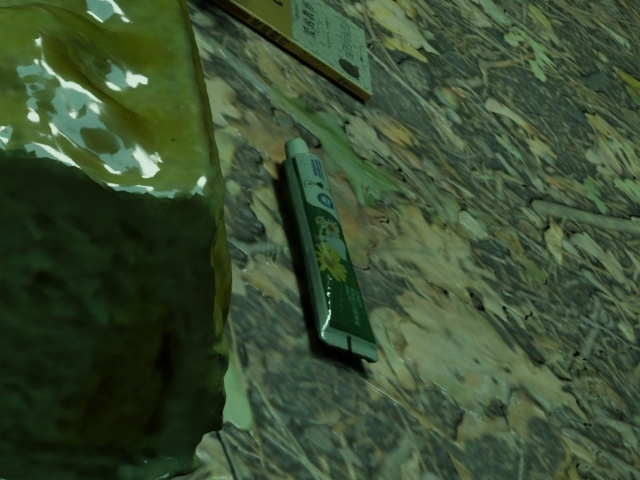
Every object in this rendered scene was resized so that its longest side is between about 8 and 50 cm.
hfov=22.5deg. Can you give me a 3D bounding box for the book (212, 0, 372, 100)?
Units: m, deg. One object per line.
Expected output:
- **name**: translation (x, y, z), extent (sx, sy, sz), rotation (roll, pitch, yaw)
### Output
- **book**: translation (-0.028, -0.191, 1.344), extent (0.172, 0.012, 0.118), rotation (32, 28, -22)

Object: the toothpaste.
- **toothpaste**: translation (0.000, 0.000, 1.080), extent (0.049, 0.031, 0.204), rotation (23, 34, -32)

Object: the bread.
- **bread**: translation (-0.144, -0.031, 0.757), extent (0.196, 0.239, 0.252), rotation (-6, 34, -3)
